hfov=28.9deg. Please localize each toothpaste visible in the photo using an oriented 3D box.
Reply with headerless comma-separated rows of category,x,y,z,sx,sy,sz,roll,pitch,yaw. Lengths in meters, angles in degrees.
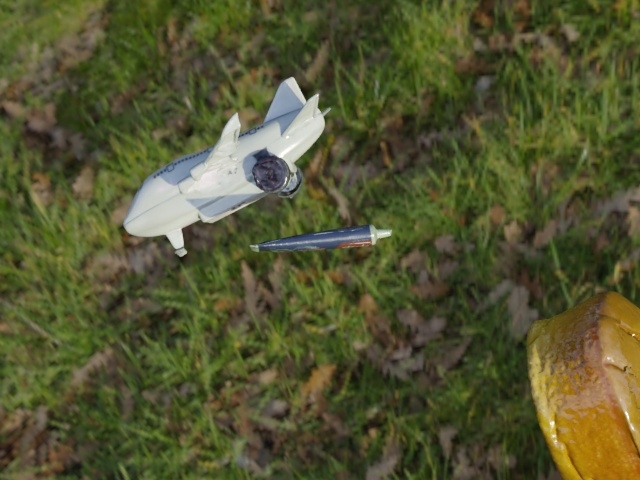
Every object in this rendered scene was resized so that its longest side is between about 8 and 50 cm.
toothpaste,0.000,0.000,1.205,0.140,0.037,0.021,-6,83,-2

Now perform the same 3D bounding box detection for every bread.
bread,0.319,0.181,1.324,0.142,0.269,0.195,-16,30,23

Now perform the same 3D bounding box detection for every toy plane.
toy plane,-0.096,-0.069,1.318,0.255,0.251,0.101,-34,84,6
